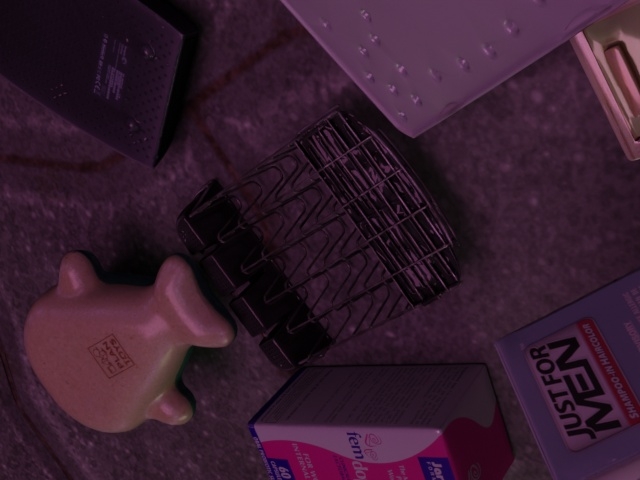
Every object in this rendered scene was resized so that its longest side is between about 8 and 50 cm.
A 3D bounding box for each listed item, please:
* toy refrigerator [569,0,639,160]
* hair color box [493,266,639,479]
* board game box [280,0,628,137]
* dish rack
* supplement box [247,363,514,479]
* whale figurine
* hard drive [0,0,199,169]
[{"bbox_3d":[0.199,-0.197,0.650,0.102,0.094,0.269,-20,105,39],"label":"toy refrigerator"},{"bbox_3d":[0.310,0.058,0.556,0.374,0.114,0.185,-29,130,12],"label":"hair color box"},{"bbox_3d":[0.005,-0.262,0.627,0.390,0.050,0.390,48,165,-5],"label":"board game box"},{"bbox_3d":[0.000,0.000,0.920,0.271,0.074,0.208,-31,98,40],"label":"dish rack"},{"bbox_3d":[0.058,0.194,0.969,0.220,0.114,0.111,-7,111,35],"label":"supplement box"},{"bbox_3d":[-0.187,0.091,1.054,0.272,0.141,0.216,-30,97,37],"label":"whale figurine"},{"bbox_3d":[-0.233,-0.198,0.965,0.254,0.054,0.172,32,130,14],"label":"hard drive"}]
